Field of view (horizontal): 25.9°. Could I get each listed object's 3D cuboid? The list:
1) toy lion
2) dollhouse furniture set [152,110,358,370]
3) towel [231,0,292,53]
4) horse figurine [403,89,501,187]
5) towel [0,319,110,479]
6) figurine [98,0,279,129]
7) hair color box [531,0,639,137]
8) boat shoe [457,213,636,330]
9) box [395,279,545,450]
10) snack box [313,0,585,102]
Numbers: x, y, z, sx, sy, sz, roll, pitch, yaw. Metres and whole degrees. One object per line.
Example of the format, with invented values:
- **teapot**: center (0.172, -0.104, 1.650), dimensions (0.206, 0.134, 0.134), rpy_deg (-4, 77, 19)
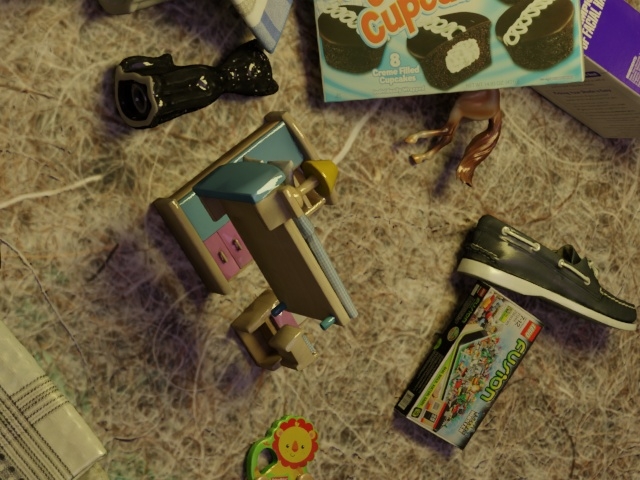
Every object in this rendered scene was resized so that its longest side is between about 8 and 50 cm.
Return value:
- **toy lion**: center (-0.047, 0.270, 1.761), dimensions (0.100, 0.034, 0.096), rpy_deg (1, 86, -31)
- **dollhouse furniture set**: center (0.000, 0.000, 1.608), dimensions (0.198, 0.303, 0.286), rpy_deg (-40, 113, -22)
- **towel**: center (-0.077, -0.373, 1.574), dimensions (0.285, 0.034, 0.209), rpy_deg (55, 45, -58)
- **horse figurine**: center (0.163, -0.204, 1.802), dimensions (0.174, 0.066, 0.263), rpy_deg (-31, 109, 2)
- **towel**: center (-0.411, 0.231, 1.450), dimensions (0.312, 0.056, 0.324), rpy_deg (-36, 86, -24)
- **figurine**: center (-0.147, -0.255, 1.635), dimensions (0.209, 0.092, 0.215), rpy_deg (-18, 103, -38)
- **hair color box**: center (0.351, -0.257, 1.874), dimensions (0.338, 0.185, 0.110), rpy_deg (27, 79, -31)
- **boat shoe**: center (0.331, 0.048, 1.926), dimensions (0.302, 0.114, 0.091), rpy_deg (20, 89, -32)
- **box**: center (0.202, 0.168, 1.873), dimensions (0.114, 0.036, 0.207), rpy_deg (32, 91, -29)
- **snack box**: center (0.154, -0.275, 1.700), dimensions (0.060, 0.321, 0.187), rpy_deg (-44, 129, -71)
